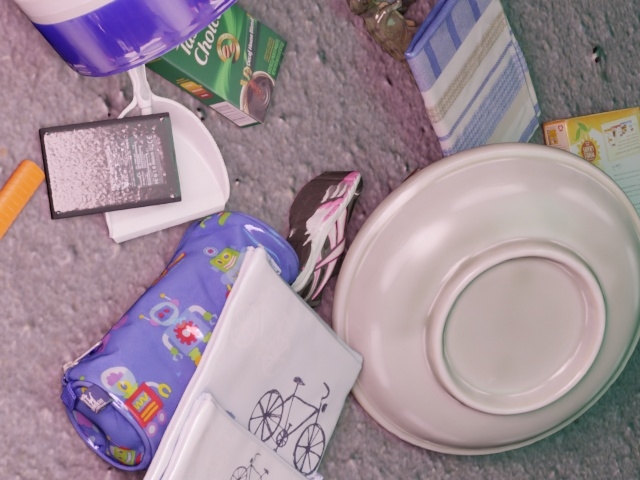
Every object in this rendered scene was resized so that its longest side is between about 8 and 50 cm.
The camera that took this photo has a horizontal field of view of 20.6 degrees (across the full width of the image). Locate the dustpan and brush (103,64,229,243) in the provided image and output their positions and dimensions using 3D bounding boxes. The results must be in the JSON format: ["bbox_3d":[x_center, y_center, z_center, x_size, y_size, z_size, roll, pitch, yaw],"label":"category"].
[{"bbox_3d":[-0.182,-0.119,1.858,0.147,0.060,0.211,-18,87,-28],"label":"dustpan and brush"}]

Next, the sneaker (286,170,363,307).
[{"bbox_3d":[0.000,0.000,2.037,0.178,0.072,0.077,-59,136,-22],"label":"sneaker"}]

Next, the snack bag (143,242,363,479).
[{"bbox_3d":[-0.063,0.217,1.859,0.342,0.037,0.323,-66,148,-17],"label":"snack bag"}]

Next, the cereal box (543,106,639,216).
[{"bbox_3d":[0.392,-0.056,2.425,0.173,0.047,0.240,-11,93,-44],"label":"cereal box"}]

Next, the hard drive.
[{"bbox_3d":[-0.216,-0.077,1.812,0.135,0.022,0.094,-8,92,-15],"label":"hard drive"}]

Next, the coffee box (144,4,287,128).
[{"bbox_3d":[-0.124,-0.214,1.949,0.184,0.040,0.113,33,63,-37],"label":"coffee box"}]

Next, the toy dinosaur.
[{"bbox_3d":[0.114,-0.260,2.178,0.268,0.064,0.118,49,58,-34],"label":"toy dinosaur"}]

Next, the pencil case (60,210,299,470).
[{"bbox_3d":[-0.149,0.096,1.835,0.133,0.119,0.306,41,56,-3],"label":"pencil case"}]

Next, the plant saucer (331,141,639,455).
[{"bbox_3d":[0.217,0.088,2.050,0.400,0.100,0.400,-6,113,-15],"label":"plant saucer"}]

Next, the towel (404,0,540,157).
[{"bbox_3d":[0.192,-0.191,2.207,0.209,0.034,0.285,-57,139,-31],"label":"towel"}]

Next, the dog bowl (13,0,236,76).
[{"bbox_3d":[-0.174,-0.286,1.753,0.104,0.265,0.265,53,53,-30],"label":"dog bowl"}]

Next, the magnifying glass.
[{"bbox_3d":[-0.341,0.013,1.726,0.092,0.026,0.231,49,56,-28],"label":"magnifying glass"}]

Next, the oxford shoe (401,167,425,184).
[{"bbox_3d":[0.210,0.054,2.185,0.363,0.130,0.132,49,44,-33],"label":"oxford shoe"}]
